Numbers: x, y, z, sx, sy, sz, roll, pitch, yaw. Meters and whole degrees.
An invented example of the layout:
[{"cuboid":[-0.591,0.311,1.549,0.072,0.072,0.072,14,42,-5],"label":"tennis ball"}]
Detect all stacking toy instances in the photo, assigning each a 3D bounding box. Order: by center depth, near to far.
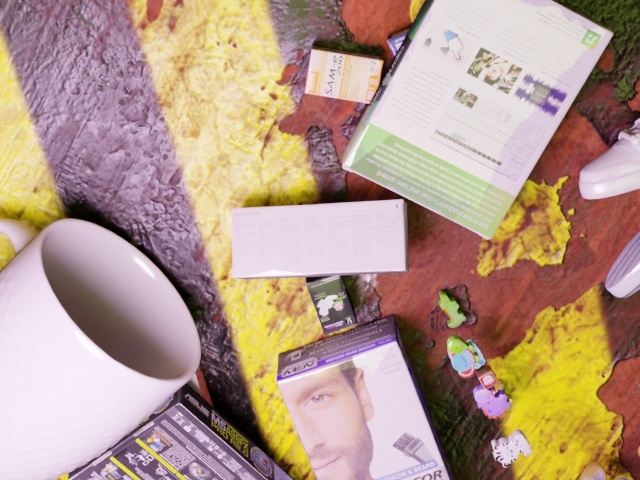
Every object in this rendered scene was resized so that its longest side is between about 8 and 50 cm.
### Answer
[{"cuboid":[0.220,0.194,1.659,0.052,0.167,0.221,-28,108,8],"label":"stacking toy"}]

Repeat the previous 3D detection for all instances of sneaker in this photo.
[{"cuboid":[0.459,-0.180,1.576,0.293,0.108,0.169,-26,106,-3],"label":"sneaker"},{"cuboid":[0.514,-0.002,1.636,0.091,0.094,0.258,43,102,-9],"label":"sneaker"}]

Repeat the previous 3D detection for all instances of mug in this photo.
[{"cuboid":[-0.399,0.140,1.599,0.328,0.276,0.374,-42,74,20],"label":"mug"}]

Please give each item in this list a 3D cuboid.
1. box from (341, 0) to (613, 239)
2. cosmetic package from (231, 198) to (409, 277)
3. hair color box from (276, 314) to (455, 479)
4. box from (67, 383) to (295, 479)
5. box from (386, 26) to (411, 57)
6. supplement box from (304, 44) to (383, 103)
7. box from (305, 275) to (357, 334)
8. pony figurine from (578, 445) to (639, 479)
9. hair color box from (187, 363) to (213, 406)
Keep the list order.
[{"cuboid":[0.201,-0.190,1.550,0.232,0.058,0.322,26,106,-10],"label":"box"},{"cuboid":[0.000,0.000,1.609,0.239,0.060,0.098,-2,86,11],"label":"cosmetic package"},{"cuboid":[0.079,0.301,1.725,0.185,0.110,0.338,-20,106,7],"label":"hair color box"},{"cuboid":[-0.194,0.352,1.707,0.216,0.060,0.270,-36,116,17],"label":"box"},{"cuboid":[0.193,-0.197,1.594,0.136,0.036,0.225,-21,107,6],"label":"box"},{"cuboid":[0.031,-0.223,1.582,0.098,0.036,0.062,8,108,-3],"label":"supplement box"},{"cuboid":[0.015,0.081,1.671,0.052,0.062,0.083,-18,108,3],"label":"box"},{"cuboid":[0.526,0.419,1.637,0.351,0.363,0.302,-3,108,0],"label":"pony figurine"},{"cuboid":[-0.207,0.254,1.730,0.093,0.053,0.167,-14,107,5],"label":"hair color box"}]
